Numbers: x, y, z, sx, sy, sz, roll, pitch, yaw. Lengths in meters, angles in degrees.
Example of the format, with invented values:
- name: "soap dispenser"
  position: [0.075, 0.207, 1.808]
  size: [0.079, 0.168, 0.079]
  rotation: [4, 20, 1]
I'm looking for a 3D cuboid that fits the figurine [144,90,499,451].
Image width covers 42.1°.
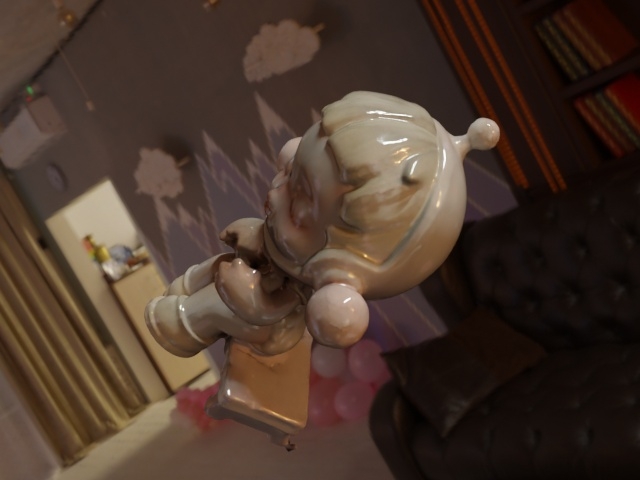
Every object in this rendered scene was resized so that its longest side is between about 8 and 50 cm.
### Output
- name: "figurine"
  position: [0.007, 0.008, 0.549]
  size: [0.257, 0.144, 0.182]
  rotation: [-47, 5, 31]
